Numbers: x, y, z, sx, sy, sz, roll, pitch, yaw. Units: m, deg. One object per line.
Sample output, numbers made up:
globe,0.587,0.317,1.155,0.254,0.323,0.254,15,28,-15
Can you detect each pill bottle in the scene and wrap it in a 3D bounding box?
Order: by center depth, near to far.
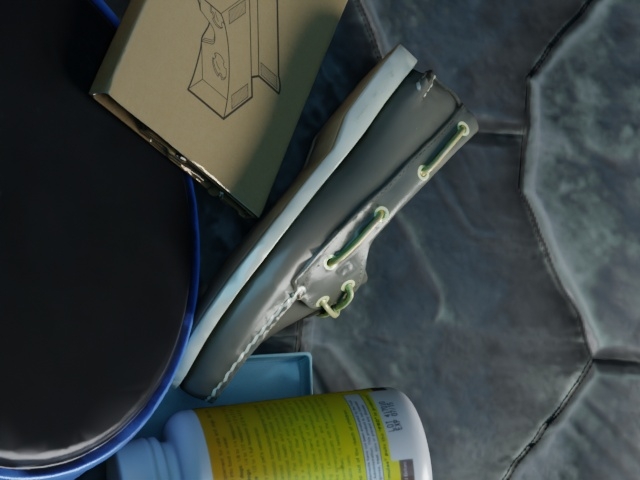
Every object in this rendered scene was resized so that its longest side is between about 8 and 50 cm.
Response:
pill bottle,-0.038,0.171,1.319,0.215,0.117,0.117,-5,91,-15

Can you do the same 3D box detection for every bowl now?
bowl,-0.223,-0.023,1.189,0.391,0.077,0.391,21,63,-47

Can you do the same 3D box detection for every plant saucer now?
plant saucer,-0.099,0.119,1.367,0.192,0.018,0.067,-2,90,-17

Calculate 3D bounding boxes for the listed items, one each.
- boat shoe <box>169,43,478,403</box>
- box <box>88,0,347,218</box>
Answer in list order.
boat shoe,0.001,-0.001,1.350,0.091,0.109,0.305,38,76,-8
box,-0.066,-0.142,1.318,0.164,0.021,0.201,39,62,-37
